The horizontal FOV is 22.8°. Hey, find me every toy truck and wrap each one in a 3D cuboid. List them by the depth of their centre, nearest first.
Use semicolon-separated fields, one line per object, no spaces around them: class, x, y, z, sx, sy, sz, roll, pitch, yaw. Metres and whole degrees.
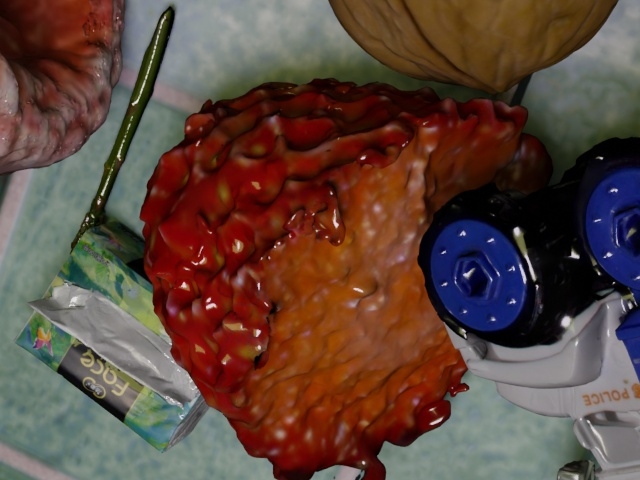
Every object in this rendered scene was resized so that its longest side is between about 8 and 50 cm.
toy truck;0.168;0.034;0.729;0.213;0.161;0.177;-19;92;47

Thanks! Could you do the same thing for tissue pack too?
tissue pack;-0.108;0.056;0.903;0.111;0.079;0.085;37;106;7

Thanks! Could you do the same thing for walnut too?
walnut;0.074;-0.174;0.774;0.167;0.167;0.207;-5;100;16

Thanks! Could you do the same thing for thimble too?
thimble;-0.212;-0.141;0.826;0.162;0.239;0.239;-4;98;16

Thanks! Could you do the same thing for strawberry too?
strawberry;0.000;0.000;0.836;0.178;0.234;0.234;40;110;37

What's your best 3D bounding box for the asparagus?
asparagus;-0.115;-0.059;0.921;0.016;0.013;0.166;13;108;-30

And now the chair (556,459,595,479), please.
chair;0.192;0.285;0.803;0.203;0.190;0.274;6;119;13
